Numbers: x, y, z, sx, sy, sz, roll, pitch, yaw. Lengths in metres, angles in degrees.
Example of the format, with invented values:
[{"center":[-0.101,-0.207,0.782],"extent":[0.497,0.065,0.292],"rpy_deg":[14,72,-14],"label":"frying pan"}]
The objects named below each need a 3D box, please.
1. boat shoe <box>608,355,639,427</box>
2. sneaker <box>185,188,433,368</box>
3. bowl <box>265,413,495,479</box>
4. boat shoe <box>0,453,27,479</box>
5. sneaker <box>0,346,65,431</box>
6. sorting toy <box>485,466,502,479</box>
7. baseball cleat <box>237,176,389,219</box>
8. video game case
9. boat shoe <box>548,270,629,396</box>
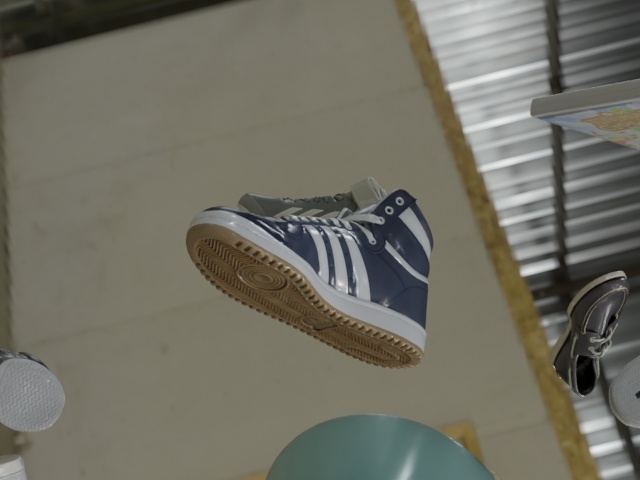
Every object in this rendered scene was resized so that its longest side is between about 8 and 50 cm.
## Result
[{"center":[0.514,0.129,1.679],"extent":[0.121,0.335,0.119],"rpy_deg":[66,11,12],"label":"boat shoe"},{"center":[0.000,0.000,1.258],"extent":[0.282,0.099,0.153],"rpy_deg":[32,59,-34],"label":"sneaker"},{"center":[0.055,0.368,1.500],"extent":[0.163,0.311,0.312],"rpy_deg":[-50,129,-64],"label":"bowl"},{"center":[-0.444,0.313,1.617],"extent":[0.066,0.184,0.063],"rpy_deg":[3,-72,65],"label":"boat shoe"},{"center":[-0.442,0.158,1.690],"extent":[0.101,0.268,0.153],"rpy_deg":[-60,-179,-10],"label":"sneaker"},{"center":[0.103,0.389,1.960],"extent":[0.089,0.257,0.255],"rpy_deg":[48,-10,-17],"label":"sorting toy"},{"center":[0.010,-0.030,1.452],"extent":[0.109,0.205,0.072],"rpy_deg":[-66,158,4],"label":"baseball cleat"},{"center":[0.358,-0.127,1.393],"extent":[0.212,0.193,0.023],"rpy_deg":[-3,-104,60],"label":"video game case"},{"center":[0.332,0.114,1.605],"extent":[0.206,0.075,0.065],"rpy_deg":[103,-31,-51],"label":"boat shoe"}]
